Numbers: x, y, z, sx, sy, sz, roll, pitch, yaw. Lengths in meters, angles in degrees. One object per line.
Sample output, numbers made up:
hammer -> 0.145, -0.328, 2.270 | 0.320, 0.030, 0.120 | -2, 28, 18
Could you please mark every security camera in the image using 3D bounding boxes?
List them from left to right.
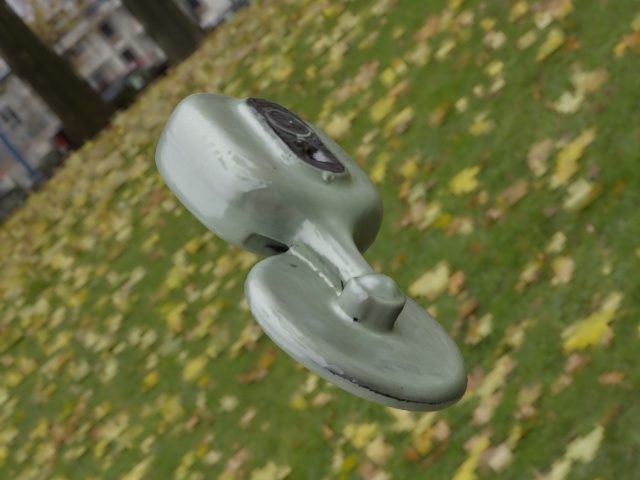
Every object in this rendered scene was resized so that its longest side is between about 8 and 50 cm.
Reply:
security camera -> 0.000, 0.000, 1.015 | 0.080, 0.157, 0.301 | -60, 43, 21
